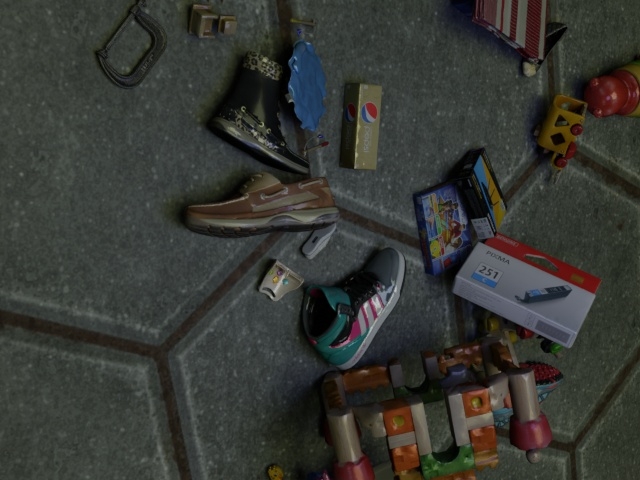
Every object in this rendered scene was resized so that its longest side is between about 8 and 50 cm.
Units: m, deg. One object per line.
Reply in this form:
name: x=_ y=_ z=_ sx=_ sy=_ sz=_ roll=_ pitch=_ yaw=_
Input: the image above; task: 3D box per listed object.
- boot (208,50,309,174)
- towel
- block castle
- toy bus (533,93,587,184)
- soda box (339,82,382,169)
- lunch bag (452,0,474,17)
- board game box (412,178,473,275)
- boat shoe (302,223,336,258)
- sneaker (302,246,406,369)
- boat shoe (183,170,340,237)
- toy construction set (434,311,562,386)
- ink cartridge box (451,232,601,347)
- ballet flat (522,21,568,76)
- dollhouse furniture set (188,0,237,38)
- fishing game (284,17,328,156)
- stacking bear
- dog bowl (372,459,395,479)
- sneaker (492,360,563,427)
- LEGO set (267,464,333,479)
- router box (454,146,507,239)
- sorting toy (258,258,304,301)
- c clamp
boot: x=-0.090 y=-0.245 z=1.549 sx=0.236 sy=0.085 sz=0.179 roll=27 pitch=80 yaw=-36
towel: x=0.446 y=-0.571 z=1.820 sx=0.329 sy=0.037 sz=0.237 roll=11 pitch=82 yaw=-50
block castle: x=0.230 y=0.378 z=1.655 sx=0.452 sy=0.303 sz=0.213 roll=-12 pitch=100 yaw=-2
toy bus: x=0.598 y=-0.269 z=1.992 sx=0.104 sy=0.191 sz=0.202 roll=22 pitch=84 yaw=9
soda box: x=0.086 y=-0.243 z=1.682 sx=0.061 sy=0.058 sz=0.182 roll=-1 pitch=99 yaw=-34
lunch bag: x=0.354 y=-0.565 z=1.798 sx=0.065 sy=0.067 sz=0.099 roll=27 pitch=80 yaw=-36
board game box: x=0.296 y=-0.033 z=1.874 sx=0.136 sy=0.035 sz=0.201 roll=-21 pitch=110 yaw=-29
boat shoe: x=0.000 y=0.000 z=1.686 sx=0.100 sy=0.035 sz=0.035 roll=-52 pitch=149 yaw=-20
sneaker: x=0.059 y=0.119 z=1.697 sx=0.178 sy=0.123 sz=0.296 roll=36 pitch=79 yaw=-43
boat shoe: x=-0.118 y=-0.073 z=1.550 sx=0.324 sy=0.123 sz=0.117 roll=-5 pitch=83 yaw=-29
toy construction set: x=0.415 y=0.220 z=1.935 sx=0.308 sy=0.237 sz=0.257 roll=-28 pitch=147 yaw=-8
ink cartridge box: x=0.496 y=0.088 z=1.844 sx=0.261 sy=0.296 sz=0.066 roll=-48 pitch=156 yaw=-39
ballet flat: x=0.557 y=-0.481 z=1.960 sx=0.057 sy=0.049 sz=0.173 roll=42 pitch=75 yaw=-31
dollhouse furniture set: x=-0.158 y=-0.468 z=1.479 sx=0.181 sy=0.101 sz=0.161 roll=-7 pitch=127 yaw=-33
fishing game: x=-0.033 y=-0.307 z=1.566 sx=0.189 sy=0.041 sz=0.264 roll=-38 pitch=124 yaw=-64
stacking bear: x=0.824 y=-0.400 z=2.097 sx=0.288 sy=0.164 sz=0.176 roll=-15 pitch=107 yaw=-26
dog bowl: x=0.129 y=0.666 z=1.778 sx=0.348 sy=0.102 sz=0.349 roll=-25 pitch=132 yaw=-31
sneaker: x=0.537 y=0.414 z=2.097 sx=0.261 sy=0.104 sz=0.125 roll=-18 pitch=126 yaw=-26
LEGO set: x=-0.068 y=0.531 z=1.688 sx=0.227 sy=0.087 sz=0.093 roll=-21 pitch=100 yaw=5
router box: x=0.388 y=-0.113 z=1.884 sx=0.179 sy=0.046 sz=0.133 roll=62 pitch=39 yaw=-27
sorting toy: x=-0.091 y=0.086 z=1.634 sx=0.083 sy=0.045 sz=0.075 roll=38 pitch=84 yaw=-33
c clamp: x=-0.344 y=-0.359 z=1.397 sx=0.137 sy=0.022 sz=0.161 roll=35 pitch=77 yaw=-38
